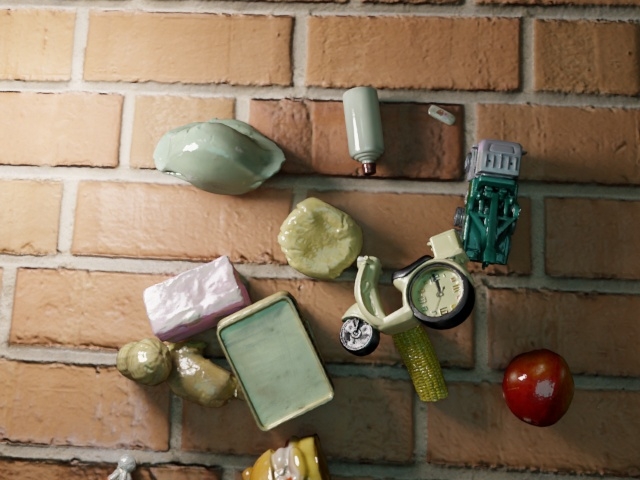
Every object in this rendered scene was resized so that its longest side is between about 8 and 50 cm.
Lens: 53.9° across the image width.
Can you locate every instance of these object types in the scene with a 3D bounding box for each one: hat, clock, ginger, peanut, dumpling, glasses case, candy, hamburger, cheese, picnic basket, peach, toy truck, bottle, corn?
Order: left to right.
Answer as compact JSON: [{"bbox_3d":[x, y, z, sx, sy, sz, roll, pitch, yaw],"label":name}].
[{"bbox_3d":[-0.548,0.662,1.704,0.112,0.093,0.163,18,78,-6],"label":"hat"},{"bbox_3d":[-0.471,0.318,1.680,0.123,0.256,0.124,2,86,-32],"label":"peanut"},{"bbox_3d":[-0.336,0.166,1.732,0.265,0.116,0.156,-22,63,-2],"label":"candy"},{"bbox_3d":[-0.328,0.370,1.709,0.267,0.138,0.152,41,81,12],"label":"ginger"},{"bbox_3d":[-0.291,-0.230,1.768,0.320,0.270,0.212,25,107,-18],"label":"dumpling"},{"bbox_3d":[-0.116,0.314,1.691,0.227,0.175,0.313,-25,86,-2],"label":"picnic basket"},{"bbox_3d":[-0.077,0.652,1.600,0.236,0.276,0.277,-17,82,-2],"label":"hamburger"},{"bbox_3d":[0.000,0.000,1.757,0.226,0.117,0.214,36,91,2],"label":"cheese"},{"bbox_3d":[0.126,-0.306,1.795,0.104,0.104,0.245,-6,82,2],"label":"bottle"},{"bbox_3d":[0.217,0.137,1.671,0.378,0.120,0.277,-18,59,18],"label":"clock"},{"bbox_3d":[0.270,0.320,1.710,0.093,0.093,0.244,-24,83,-1],"label":"corn"},{"bbox_3d":[0.353,-0.364,1.834,0.083,0.021,0.032,30,83,6],"label":"glasses case"},{"bbox_3d":[0.465,-0.096,1.718,0.176,0.178,0.364,9,80,4],"label":"toy truck"},{"bbox_3d":[0.564,0.390,1.640,0.197,0.197,0.198,0,82,3],"label":"peach"}]
